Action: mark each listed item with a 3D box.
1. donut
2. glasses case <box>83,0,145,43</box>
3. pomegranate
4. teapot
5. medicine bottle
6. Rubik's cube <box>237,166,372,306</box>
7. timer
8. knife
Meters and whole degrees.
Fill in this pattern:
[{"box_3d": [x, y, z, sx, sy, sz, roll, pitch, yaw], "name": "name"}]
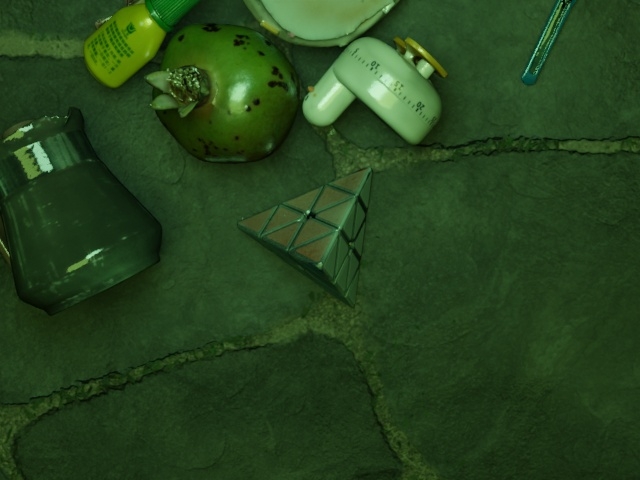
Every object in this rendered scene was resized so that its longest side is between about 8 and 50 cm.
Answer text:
[{"box_3d": [0.001, -0.550, 1.540, 0.383, 0.142, 0.382, -12, 121, -21], "name": "donut"}, {"box_3d": [-0.378, -0.430, 1.648, 0.193, 0.070, 0.102, -28, 120, 26], "name": "glasses case"}, {"box_3d": [-0.195, -0.296, 1.573, 0.291, 0.323, 0.290, -8, 69, 21], "name": "pomegranate"}, {"box_3d": [-0.531, -0.052, 1.669, 0.376, 0.305, 0.361, -24, 94, 35], "name": "teapot"}, {"box_3d": [-0.322, -0.404, 1.562, 0.309, 0.076, 0.111, -31, 93, 28], "name": "medicine bottle"}, {"box_3d": [-0.002, -0.002, 1.724, 0.228, 0.229, 0.233, -4, 63, -35], "name": "Rubik's cube"}, {"box_3d": [0.111, -0.272, 1.611, 0.233, 0.233, 0.240, 41, 97, -8], "name": "timer"}, {"box_3d": [0.480, -0.449, 1.672, 0.044, 0.026, 0.296, 20, 102, -16], "name": "knife"}]
